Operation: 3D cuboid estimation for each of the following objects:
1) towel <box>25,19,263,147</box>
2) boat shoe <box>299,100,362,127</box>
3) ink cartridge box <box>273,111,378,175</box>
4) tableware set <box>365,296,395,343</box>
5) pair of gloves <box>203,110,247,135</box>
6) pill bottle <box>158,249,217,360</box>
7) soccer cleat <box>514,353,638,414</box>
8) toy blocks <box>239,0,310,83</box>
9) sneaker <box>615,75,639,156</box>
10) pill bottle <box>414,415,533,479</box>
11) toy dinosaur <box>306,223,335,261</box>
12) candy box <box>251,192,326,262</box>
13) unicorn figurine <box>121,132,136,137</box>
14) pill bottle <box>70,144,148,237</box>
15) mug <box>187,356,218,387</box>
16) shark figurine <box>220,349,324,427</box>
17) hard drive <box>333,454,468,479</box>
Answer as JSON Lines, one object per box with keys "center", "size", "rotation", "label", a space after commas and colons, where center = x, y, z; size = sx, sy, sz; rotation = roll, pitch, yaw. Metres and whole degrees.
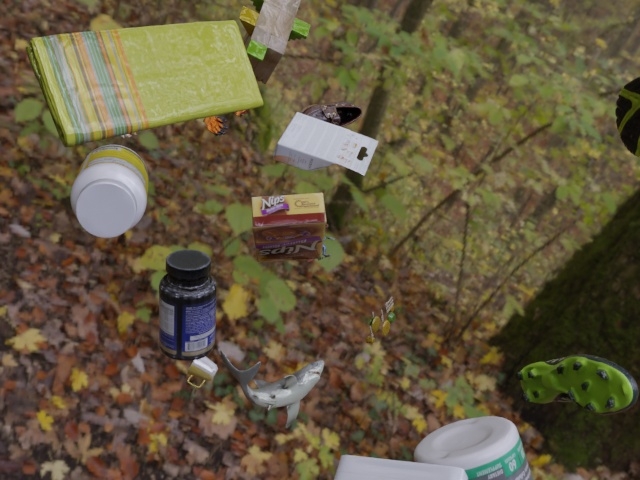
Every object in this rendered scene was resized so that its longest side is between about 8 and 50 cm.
{"center": [-0.166, -0.163, 0.761], "size": [0.237, 0.021, 0.102], "rotation": [-20, 94, -41], "label": "towel"}
{"center": [0.023, -0.314, 1.927], "size": [0.073, 0.073, 0.207], "rotation": [15, 31, 38], "label": "boat shoe"}
{"center": [0.012, -0.180, 1.494], "size": [0.179, 0.045, 0.145], "rotation": [22, 38, 1], "label": "ink cartridge box"}
{"center": [0.174, 0.240, 2.203], "size": [0.024, 0.104, 0.154], "rotation": [10, 40, 31], "label": "tableware set"}
{"center": [-0.176, -0.232, 1.400], "size": [0.074, 0.083, 0.010], "rotation": [47, 1, 44], "label": "pair of gloves"}
{"center": [-0.283, 0.137, 1.618], "size": [0.122, 0.219, 0.123], "rotation": [5, 26, -2], "label": "pill bottle"}
{"center": [0.274, 0.143, 0.787], "size": [0.072, 0.179, 0.060], "rotation": [-10, 85, -18], "label": "soccer cleat"}
{"center": [-0.162, -0.582, 2.176], "size": [0.190, 0.261, 0.382], "rotation": [23, 60, -15], "label": "toy blocks"}
{"center": [0.540, -0.194, 0.926], "size": [0.147, 0.145, 0.384], "rotation": [-12, 5, -19], "label": "sneaker"}
{"center": [0.324, 0.539, 1.438], "size": [0.204, 0.204, 0.361], "rotation": [-24, 97, -51], "label": "pill bottle"}
{"center": [0.000, 0.000, 1.711], "size": [0.090, 0.047, 0.082], "rotation": [-10, 79, -50], "label": "toy dinosaur"}
{"center": [-0.050, -0.016, 1.188], "size": [0.109, 0.187, 0.053], "rotation": [-4, 74, -3], "label": "candy box"}
{"center": [-0.396, -0.292, 1.642], "size": [0.161, 0.111, 0.060], "rotation": [-26, 8, -18], "label": "unicorn figurine"}
{"center": [-0.544, -0.125, 1.966], "size": [0.187, 0.188, 0.334], "rotation": [13, 16, -15], "label": "pill bottle"}
{"center": [-0.304, 0.337, 1.957], "size": [0.064, 0.078, 0.062], "rotation": [29, 11, 1], "label": "mug"}
{"center": [-0.128, 0.331, 1.727], "size": [0.278, 0.166, 0.116], "rotation": [14, 10, -47], "label": "shark figurine"}
{"center": [0.093, 0.528, 1.229], "size": [0.232, 0.047, 0.353], "rotation": [-2, 47, 28], "label": "hard drive"}
